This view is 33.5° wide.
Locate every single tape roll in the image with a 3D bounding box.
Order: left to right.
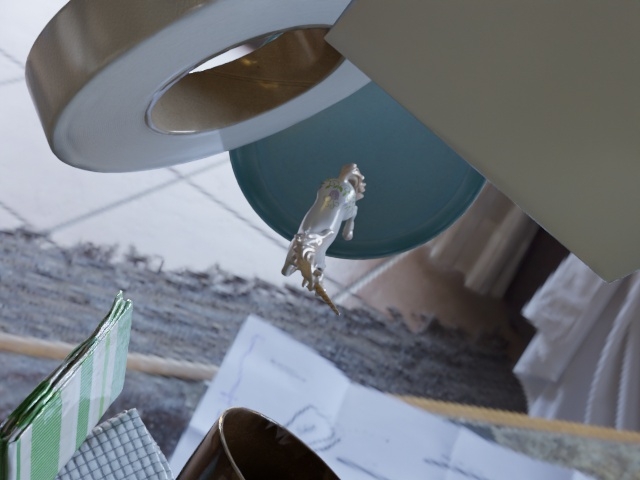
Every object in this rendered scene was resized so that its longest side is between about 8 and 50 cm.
[{"bbox_3d":[-0.078,-0.177,0.992,0.392,0.392,0.072,-11,75,-47],"label":"tape roll"}]

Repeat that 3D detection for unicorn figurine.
[{"bbox_3d":[0.000,0.000,0.942,0.060,0.111,0.162,11,70,2],"label":"unicorn figurine"}]

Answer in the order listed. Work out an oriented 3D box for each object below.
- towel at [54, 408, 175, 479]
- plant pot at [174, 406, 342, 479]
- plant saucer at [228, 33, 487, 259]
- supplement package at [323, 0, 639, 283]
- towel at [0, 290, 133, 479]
[{"bbox_3d":[-0.355,0.459,1.788,0.235,0.121,0.283,-26,88,-31],"label":"towel"},{"bbox_3d":[-0.093,0.321,1.044,0.215,0.230,0.215,42,10,-9],"label":"plant pot"},{"bbox_3d":[0.050,-0.129,1.247,0.318,0.317,0.044,33,-5,14],"label":"plant saucer"},{"bbox_3d":[0.176,-0.133,0.665,0.262,0.204,0.145,40,55,-9],"label":"supplement package"},{"bbox_3d":[-0.384,0.255,1.595,0.038,0.248,0.325,24,43,9],"label":"towel"}]
